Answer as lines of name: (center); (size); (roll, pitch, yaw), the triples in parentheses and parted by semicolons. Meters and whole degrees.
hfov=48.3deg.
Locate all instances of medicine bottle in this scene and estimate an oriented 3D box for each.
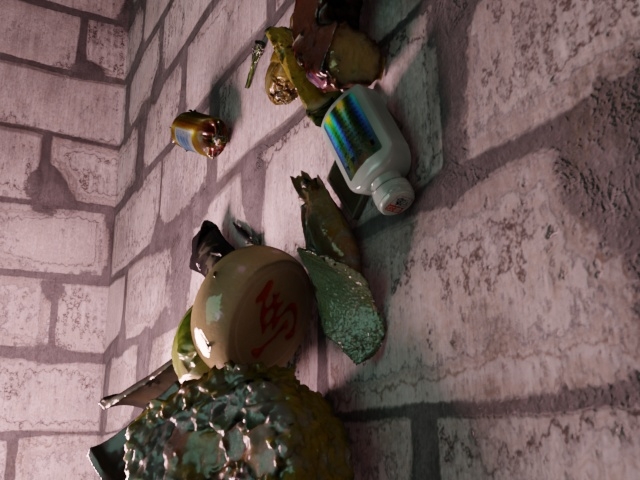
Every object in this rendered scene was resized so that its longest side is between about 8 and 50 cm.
medicine bottle: (0.087, -0.149, 1.222); (0.121, 0.083, 0.229); (-47, 52, 33)

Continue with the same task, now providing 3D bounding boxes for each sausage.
sausage: (-0.332, -0.307, 2.059); (0.125, 0.117, 0.317); (-58, 31, -4)

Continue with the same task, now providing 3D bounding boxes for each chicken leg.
chicken leg: (-0.063, -0.413, 1.615); (0.228, 0.088, 0.103); (-67, 20, 14)

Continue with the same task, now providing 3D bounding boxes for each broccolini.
broccolini: (-0.174, -0.466, 1.900); (0.035, 0.030, 0.140); (33, 123, 21)

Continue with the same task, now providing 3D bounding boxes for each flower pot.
flower pot: (-0.316, 0.429, 1.657); (0.251, 0.379, 0.379); (-51, 36, 12)

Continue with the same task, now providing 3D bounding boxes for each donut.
donut: (0.056, -0.452, 1.331); (0.259, 0.136, 0.345); (49, 124, 55)

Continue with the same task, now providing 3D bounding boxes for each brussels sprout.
brussels sprout: (-0.217, 0.245, 1.557); (0.210, 0.219, 0.271); (-60, 7, 33)

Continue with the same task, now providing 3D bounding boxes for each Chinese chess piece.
Chinese chess piece: (-0.128, 0.142, 1.382); (0.102, 0.273, 0.273); (19, 101, 36)

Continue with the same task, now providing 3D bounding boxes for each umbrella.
umbrella: (-0.183, -0.007, 1.769); (0.044, 0.044, 0.269); (-47, 33, 0)

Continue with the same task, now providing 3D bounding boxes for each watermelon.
watermelon: (-0.028, -0.330, 1.459); (0.123, 0.129, 0.301); (-54, 41, 31)

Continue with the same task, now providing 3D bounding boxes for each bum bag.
bum bag: (-0.260, 0.062, 1.840); (0.340, 0.095, 0.144); (36, 108, 53)

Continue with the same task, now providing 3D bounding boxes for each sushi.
sushi: (-0.140, 0.412, 1.237); (0.396, 0.240, 0.351); (-27, 45, 22)

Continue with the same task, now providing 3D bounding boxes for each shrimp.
shrimp: (0.000, 0.000, 1.377); (0.168, 0.077, 0.317); (-54, 44, 42)

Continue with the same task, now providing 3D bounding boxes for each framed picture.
framed picture: (0.078, -0.161, 1.338); (0.203, 0.015, 0.150); (-66, 32, 27)

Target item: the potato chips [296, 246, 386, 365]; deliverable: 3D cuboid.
potato chips: (0.028, 0.106, 1.250); (0.167, 0.059, 0.228); (-28, 83, 51)
